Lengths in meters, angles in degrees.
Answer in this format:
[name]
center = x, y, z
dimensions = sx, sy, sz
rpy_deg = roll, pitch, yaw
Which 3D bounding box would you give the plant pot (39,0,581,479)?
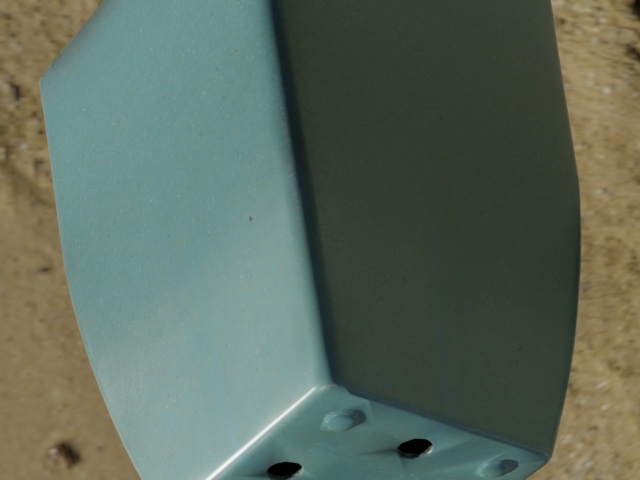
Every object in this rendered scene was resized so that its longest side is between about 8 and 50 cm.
[plant pot]
center = 0.000, 0.000, 0.717
dimensions = 0.165, 0.165, 0.234
rpy_deg = -43, 39, 36
